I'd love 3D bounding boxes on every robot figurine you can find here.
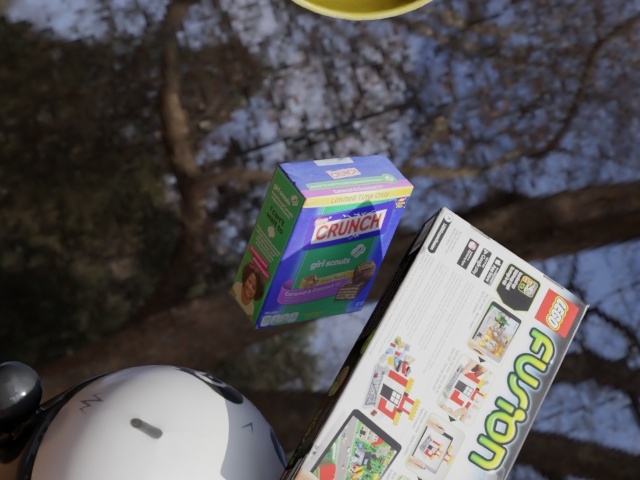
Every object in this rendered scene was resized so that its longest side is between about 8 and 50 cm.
[{"bbox_3d":[-0.134,0.175,0.949,0.278,0.209,0.173,-29,-118,53],"label":"robot figurine"}]

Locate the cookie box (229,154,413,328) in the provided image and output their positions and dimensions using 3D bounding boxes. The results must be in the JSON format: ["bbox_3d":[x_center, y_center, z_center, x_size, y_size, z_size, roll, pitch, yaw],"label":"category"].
[{"bbox_3d":[0.000,0.000,0.967,0.040,0.092,0.107,48,-49,36],"label":"cookie box"}]

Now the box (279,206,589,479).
[{"bbox_3d":[0.069,0.094,0.883,0.114,0.207,0.036,34,-26,-6],"label":"box"}]

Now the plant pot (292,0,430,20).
[{"bbox_3d":[0.018,-0.193,0.763,0.095,0.134,0.134,-107,-171,-59],"label":"plant pot"}]
